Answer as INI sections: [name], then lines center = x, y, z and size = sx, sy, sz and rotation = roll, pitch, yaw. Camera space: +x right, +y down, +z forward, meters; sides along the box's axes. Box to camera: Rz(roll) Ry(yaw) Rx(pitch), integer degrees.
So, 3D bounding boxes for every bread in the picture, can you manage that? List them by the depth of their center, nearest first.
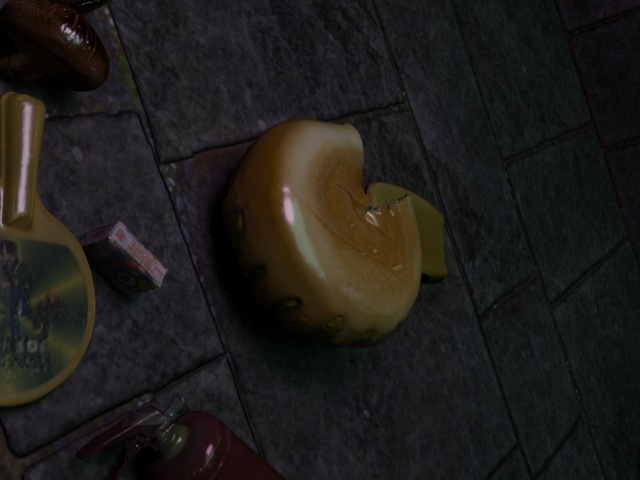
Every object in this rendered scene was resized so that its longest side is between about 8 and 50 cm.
[bread]
center = 0.000, 0.000, 1.206
size = 0.333, 0.160, 0.332
rotation = 24, 58, -45

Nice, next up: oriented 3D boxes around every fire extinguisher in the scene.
[fire extinguisher]
center = -0.122, 0.287, 0.993
size = 0.337, 0.106, 0.147
rotation = 48, 68, -30

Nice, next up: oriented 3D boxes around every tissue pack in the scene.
[tissue pack]
center = -0.217, 0.020, 0.989
size = 0.083, 0.063, 0.035
rotation = 52, 43, -29

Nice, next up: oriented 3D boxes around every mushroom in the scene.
[mushroom]
center = -0.283, -0.209, 0.959
size = 0.126, 0.109, 0.084
rotation = 53, 33, -52

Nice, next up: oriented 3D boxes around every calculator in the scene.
[calculator]
center = 0.148, -0.015, 1.520
size = 0.237, 0.033, 0.157
rotation = 20, 62, -47

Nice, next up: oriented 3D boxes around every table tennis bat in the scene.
[table tennis bat]
center = -0.309, 0.006, 0.894
size = 0.198, 0.050, 0.320
rotation = 16, 68, -48

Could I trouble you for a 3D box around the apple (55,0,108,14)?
[apple]
center = -0.278, -0.310, 1.007
size = 0.114, 0.099, 0.101
rotation = -23, 93, -51
